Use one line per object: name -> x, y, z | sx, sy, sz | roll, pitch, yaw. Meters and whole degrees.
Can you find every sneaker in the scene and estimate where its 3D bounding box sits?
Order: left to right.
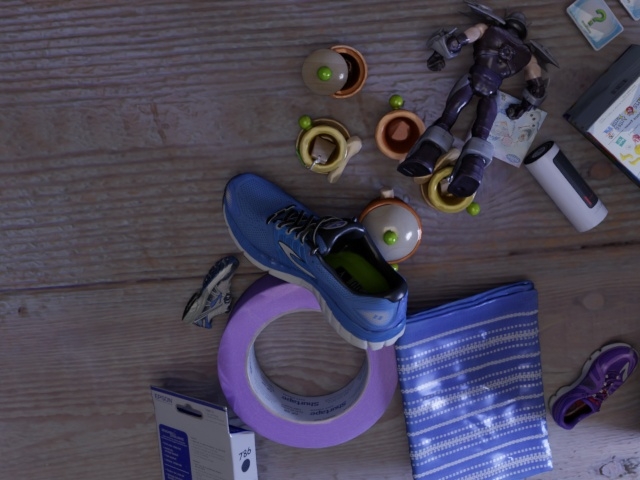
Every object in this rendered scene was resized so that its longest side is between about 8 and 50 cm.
sneaker -> -0.158, 0.082, 1.350 | 0.058, 0.052, 0.135 | 31, 112, -17
sneaker -> 0.000, 0.000, 1.219 | 0.330, 0.130, 0.147 | 38, 144, 17
sneaker -> 0.433, 0.234, 1.356 | 0.068, 0.071, 0.170 | 38, 103, -8

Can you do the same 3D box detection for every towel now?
towel -> 0.242, 0.241, 1.339 | 0.243, 0.040, 0.335 | -14, 106, -17

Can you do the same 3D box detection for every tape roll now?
tape roll -> -0.017, 0.178, 1.347 | 0.275, 0.090, 0.274 | 0, 105, 1

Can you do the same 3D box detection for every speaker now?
speaker -> 0.360, -0.078, 1.277 | 0.055, 0.055, 0.136 | -39, 101, 12

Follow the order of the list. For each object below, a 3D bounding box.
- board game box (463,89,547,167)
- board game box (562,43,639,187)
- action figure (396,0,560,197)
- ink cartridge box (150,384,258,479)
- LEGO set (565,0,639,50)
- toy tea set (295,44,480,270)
board game box -> 0.269, -0.165, 1.272 | 0.090, 0.020, 0.090 | 24, 104, -5
board game box -> 0.499, -0.125, 1.213 | 0.275, 0.142, 0.144 | 41, 103, -9
action figure -> 0.215, -0.205, 1.197 | 0.185, 0.099, 0.285 | 28, 77, 0
ink cartridge box -> -0.177, 0.384, 1.387 | 0.166, 0.065, 0.332 | 10, 112, 34
LEGO set -> 0.384, -0.409, 1.181 | 0.182, 0.060, 0.244 | -38, 101, 8
toy tea set -> 0.075, -0.117, 1.239 | 0.200, 0.124, 0.336 | -41, 101, 12
